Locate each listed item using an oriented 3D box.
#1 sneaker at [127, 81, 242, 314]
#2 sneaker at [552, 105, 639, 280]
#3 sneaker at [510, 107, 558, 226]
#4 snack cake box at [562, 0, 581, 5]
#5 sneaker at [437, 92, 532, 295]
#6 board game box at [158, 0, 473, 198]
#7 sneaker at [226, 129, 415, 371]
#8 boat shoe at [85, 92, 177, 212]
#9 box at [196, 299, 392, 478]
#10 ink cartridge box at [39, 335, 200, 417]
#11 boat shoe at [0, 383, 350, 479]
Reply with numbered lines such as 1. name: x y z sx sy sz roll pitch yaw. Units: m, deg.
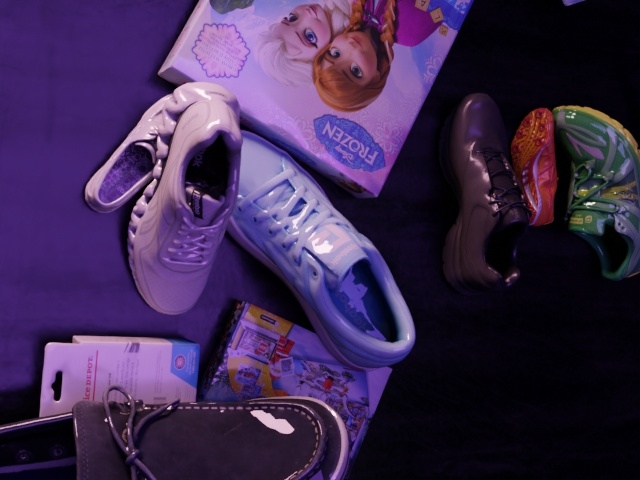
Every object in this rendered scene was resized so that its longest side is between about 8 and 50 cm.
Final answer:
1. sneaker: -0.152 -0.029 0.964 0.110 0.118 0.292 2 119 -25
2. sneaker: 0.422 -0.068 1.257 0.123 0.109 0.295 -36 106 -22
3. sneaker: 0.322 -0.109 1.248 0.067 0.064 0.175 0 97 -44
4. snack cake box: 0.354 -0.488 1.176 0.264 0.089 0.152 57 46 -26
5. sneaker: 0.239 -0.063 1.167 0.109 0.130 0.286 -6 93 -21
6. board game box: 0.006 -0.268 1.090 0.319 0.066 0.318 29 80 -21
7. sneaker: 0.000 0.000 1.035 0.135 0.150 0.366 -43 97 -23
8. boat shoe: -0.209 -0.108 1.004 0.184 0.063 0.066 -44 108 -16
9. box: -0.036 0.196 1.101 0.233 0.044 0.159 28 81 -22
10. ink cartridge box: -0.241 0.168 1.001 0.180 0.060 0.104 5 91 -24
11. boat shoe: -0.211 0.257 0.892 0.500 0.156 0.186 -9 51 -6
